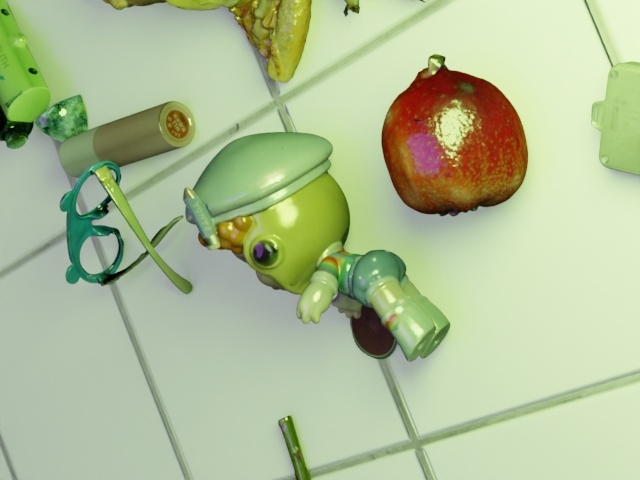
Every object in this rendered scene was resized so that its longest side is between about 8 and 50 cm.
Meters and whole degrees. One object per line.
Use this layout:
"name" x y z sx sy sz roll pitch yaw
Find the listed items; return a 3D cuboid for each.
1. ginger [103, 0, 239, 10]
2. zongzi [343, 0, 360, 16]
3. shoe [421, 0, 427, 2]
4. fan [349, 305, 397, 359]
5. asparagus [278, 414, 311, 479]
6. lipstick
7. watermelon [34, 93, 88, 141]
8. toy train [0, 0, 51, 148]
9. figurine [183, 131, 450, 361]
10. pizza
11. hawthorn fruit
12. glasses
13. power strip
"ginger" -0.195 -0.380 1.782 0.190 0.126 0.354 -56 37 -4
"zongzi" -0.028 -0.423 1.667 0.228 0.115 0.256 24 131 44
"shoe" 0.091 -0.358 1.591 0.099 0.071 0.169 -29 83 50
"fan" 0.080 0.101 1.779 0.085 0.005 0.133 43 129 26
"asparagus" -0.018 0.375 1.941 0.025 0.024 0.249 -157 52 -86
"lipstick" -0.295 -0.149 2.009 0.254 0.070 0.070 -12 94 44
"watermelon" -0.413 -0.193 2.119 0.061 0.085 0.085 -131 39 -69
"toy train" -0.515 -0.275 2.146 0.157 0.105 0.253 -48 58 33
"figurine" 0.015 -0.001 1.724 0.381 0.224 0.205 35 108 6
"pizza" -0.073 -0.320 1.758 0.161 0.062 0.182 41 128 34
"hawthorn fruit" 0.153 -0.123 1.543 0.169 0.169 0.188 0 98 43
"glasses" -0.282 -0.006 2.033 0.206 0.102 0.239 13 132 5
"power strip" 0.407 -0.110 1.381 0.270 0.046 0.118 18 112 40
